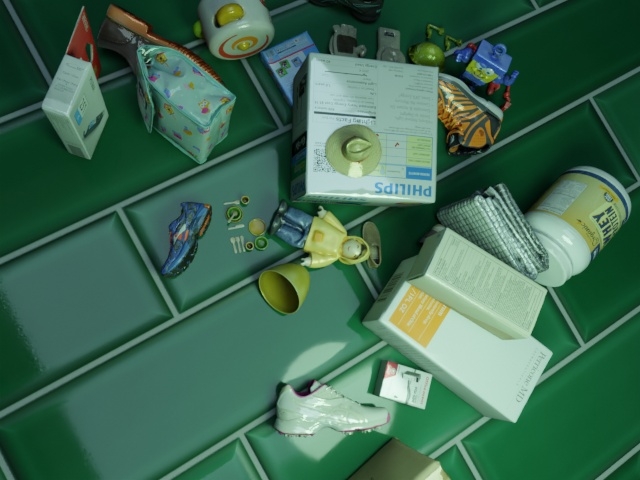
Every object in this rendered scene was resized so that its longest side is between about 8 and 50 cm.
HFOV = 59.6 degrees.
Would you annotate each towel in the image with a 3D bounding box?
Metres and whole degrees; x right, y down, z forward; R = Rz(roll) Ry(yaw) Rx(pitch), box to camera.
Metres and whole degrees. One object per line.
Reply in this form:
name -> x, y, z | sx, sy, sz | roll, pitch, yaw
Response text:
towel -> 0.478, -0.007, 1.562 | 0.121, 0.235, 0.283 | -31, 89, -20

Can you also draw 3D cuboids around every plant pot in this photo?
plant pot -> -0.081, 0.113, 1.475 | 0.134, 0.134, 0.095 | 51, 47, 0

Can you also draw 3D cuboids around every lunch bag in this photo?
lunch bag -> -0.367, -0.353, 1.433 | 0.262, 0.223, 0.160 | 36, 68, -4

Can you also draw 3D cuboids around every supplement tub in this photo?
supplement tub -> 0.716, -0.040, 1.625 | 0.316, 0.228, 0.228 | -43, 91, -16

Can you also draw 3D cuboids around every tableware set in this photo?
tableware set -> -0.200, -0.044, 1.519 | 0.104, 0.024, 0.154 | -11, 82, -15

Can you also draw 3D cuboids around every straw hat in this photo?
straw hat -> 0.089, -0.223, 1.355 | 0.144, 0.061, 0.144 | 1, 87, -11

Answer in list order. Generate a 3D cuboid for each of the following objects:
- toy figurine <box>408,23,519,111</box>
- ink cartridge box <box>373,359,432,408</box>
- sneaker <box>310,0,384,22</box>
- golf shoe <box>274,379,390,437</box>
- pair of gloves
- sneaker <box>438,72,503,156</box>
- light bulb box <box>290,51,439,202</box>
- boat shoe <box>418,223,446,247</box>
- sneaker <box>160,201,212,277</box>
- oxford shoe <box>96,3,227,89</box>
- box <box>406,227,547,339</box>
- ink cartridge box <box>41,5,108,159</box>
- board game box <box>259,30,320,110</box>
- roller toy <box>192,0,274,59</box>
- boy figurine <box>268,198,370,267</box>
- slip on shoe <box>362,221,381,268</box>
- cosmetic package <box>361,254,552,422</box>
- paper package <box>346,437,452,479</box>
toy figurine -> 0.472, -0.555, 1.669 | 0.362, 0.217, 0.191 | 32, 74, -6
ink cartridge box -> 0.225, 0.392, 1.520 | 0.135, 0.056, 0.099 | 18, 76, -9
sneaker -> 0.067, -0.750, 1.670 | 0.267, 0.106, 0.101 | 16, 78, -8
golf shoe -> 0.033, 0.430, 1.443 | 0.306, 0.115, 0.140 | 2, 76, -14
pair of gloves -> 0.140, -0.551, 1.682 | 0.240, 0.042, 0.204 | -3, 75, -19
sneaker -> 0.390, -0.366, 1.663 | 0.321, 0.124, 0.180 | 24, 74, -8
light bulb box -> 0.110, -0.279, 1.508 | 0.358, 0.225, 0.361 | 3, 88, -13
boat shoe -> 0.387, 0.082, 1.572 | 0.092, 0.103, 0.285 | -34, 69, -5
sneaker -> -0.361, -0.005, 1.455 | 0.087, 0.083, 0.221 | 21, 70, 5
oxford shoe -> -0.426, -0.481, 1.517 | 0.364, 0.130, 0.132 | 32, 103, -9
box -> 0.392, 0.114, 1.411 | 0.311, 0.121, 0.148 | 32, 72, -6
ink cartridge box -> -0.565, -0.366, 1.351 | 0.066, 0.296, 0.261 | 18, 76, -10
board game box -> -0.055, -0.482, 1.625 | 0.160, 0.039, 0.211 | -30, 88, -16
roller toy -> -0.226, -0.588, 1.523 | 0.191, 0.209, 0.146 | -15, 84, -35
boy figurine -> 0.000, 0.000, 1.525 | 0.285, 0.092, 0.177 | 26, 73, -4
slip on shoe -> 0.148, 0.011, 1.580 | 0.051, 0.041, 0.135 | 0, 80, -13
cosmetic package -> 0.368, 0.265, 1.523 | 0.453, 0.161, 0.230 | 37, 74, -5
paper package -> 0.155, 0.656, 1.325 | 0.325, 0.309, 0.168 | -37, 89, -15
